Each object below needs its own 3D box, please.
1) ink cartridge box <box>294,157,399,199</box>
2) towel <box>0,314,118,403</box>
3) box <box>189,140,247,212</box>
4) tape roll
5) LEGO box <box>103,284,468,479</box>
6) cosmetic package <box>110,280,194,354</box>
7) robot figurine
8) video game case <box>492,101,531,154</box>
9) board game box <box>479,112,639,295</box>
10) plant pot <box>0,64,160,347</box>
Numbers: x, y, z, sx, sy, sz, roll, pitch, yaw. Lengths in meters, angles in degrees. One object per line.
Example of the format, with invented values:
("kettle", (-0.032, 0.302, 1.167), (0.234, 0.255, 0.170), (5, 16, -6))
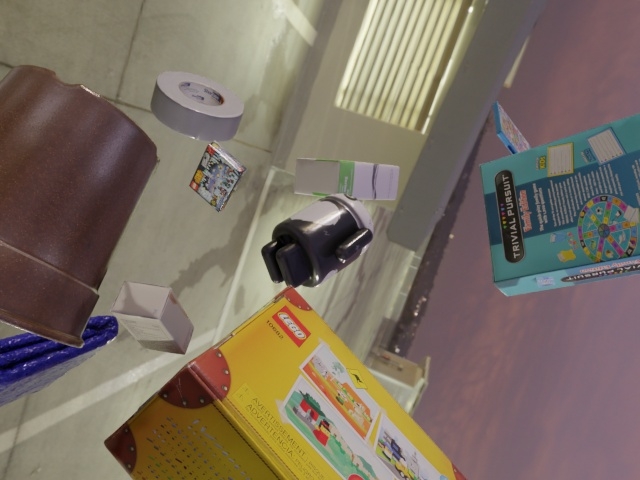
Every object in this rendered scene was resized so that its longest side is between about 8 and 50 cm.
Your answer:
("ink cartridge box", (0.085, -0.190, 1.520), (0.273, 0.198, 0.114), (-2, 100, -42))
("towel", (-0.518, 0.221, 0.834), (0.308, 0.076, 0.228), (-32, 175, 31))
("box", (-0.226, -0.137, 1.059), (0.137, 0.094, 0.027), (-51, 176, 42))
("tape roll", (-0.304, -0.336, 1.208), (0.072, 0.219, 0.219), (-62, 173, 33))
("LEGO box", (-0.002, 0.350, 0.747), (0.193, 0.500, 0.372), (-44, 175, 18))
("cosmetic package", (-0.196, 0.095, 0.579), (0.115, 0.060, 0.041), (92, 9, -58))
("robot figurine", (-0.002, -0.002, 1.130), (0.278, 0.209, 0.173), (-33, 156, -31))
("video game case", (0.461, -0.238, 1.152), (0.015, 0.166, 0.119), (-27, -142, 36))
("board game box", (0.459, -0.062, 0.823), (0.079, 0.336, 0.253), (33, 51, -44))
("plant pot", (-0.217, -0.028, 0.367), (0.167, 0.167, 0.165), (79, 33, -68))
